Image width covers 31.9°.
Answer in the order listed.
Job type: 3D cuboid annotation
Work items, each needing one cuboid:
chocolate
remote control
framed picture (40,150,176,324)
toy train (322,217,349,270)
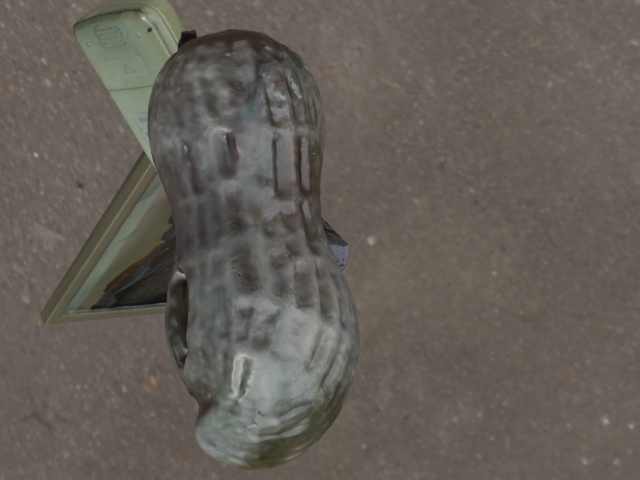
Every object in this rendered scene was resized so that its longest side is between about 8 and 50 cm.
[{"bbox_3d":[-0.036,-0.001,0.612,0.110,0.110,0.248,-2,81,-27],"label":"chocolate"},{"bbox_3d":[-0.103,-0.082,0.871,0.038,0.098,0.233,-49,124,-35],"label":"remote control"},{"bbox_3d":[-0.132,-0.013,1.068,0.192,0.018,0.265,-3,142,-45],"label":"framed picture"},{"bbox_3d":[0.000,0.000,0.686,0.017,0.083,0.017,4,102,-13],"label":"toy train"}]
